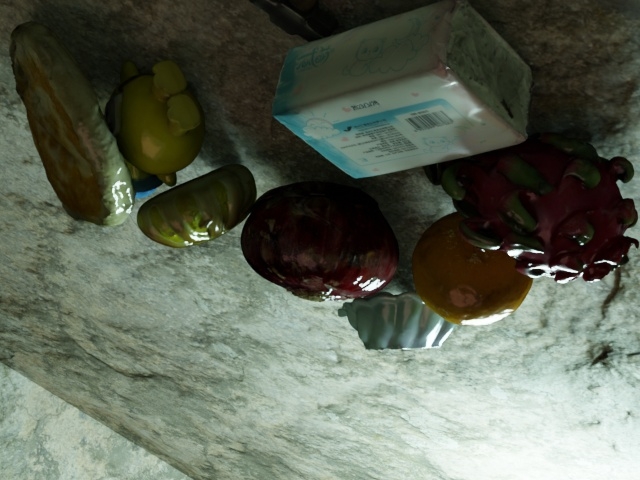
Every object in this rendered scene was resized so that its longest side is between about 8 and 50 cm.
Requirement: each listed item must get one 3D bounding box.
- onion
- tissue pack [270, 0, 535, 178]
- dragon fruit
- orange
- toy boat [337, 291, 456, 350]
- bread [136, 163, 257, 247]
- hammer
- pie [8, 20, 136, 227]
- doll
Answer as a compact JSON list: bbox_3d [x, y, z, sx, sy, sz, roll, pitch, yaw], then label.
[{"bbox_3d":[0.000,0.000,1.513,0.247,0.190,0.246,8,163,2],"label":"onion"},{"bbox_3d":[0.100,-0.181,1.211,0.271,0.124,0.201,-8,155,40],"label":"tissue pack"},{"bbox_3d":[0.272,-0.045,1.274,0.273,0.218,0.198,4,106,37],"label":"dragon fruit"},{"bbox_3d":[0.223,0.040,1.436,0.178,0.177,0.155,24,160,2],"label":"orange"},{"bbox_3d":[0.133,0.132,1.630,0.200,0.100,0.290,0,175,-22],"label":"toy boat"},{"bbox_3d":[-0.190,-0.049,1.548,0.213,0.213,0.104,-12,102,44],"label":"bread"},{"bbox_3d":[0.045,-0.346,1.116,0.111,0.043,0.365,34,146,-16],"label":"hammer"},{"bbox_3d":[-0.381,-0.172,1.483,0.339,0.077,0.339,43,146,39],"label":"pie"},{"bbox_3d":[-0.268,-0.172,1.515,0.363,0.145,0.199,-27,82,62],"label":"doll"}]
